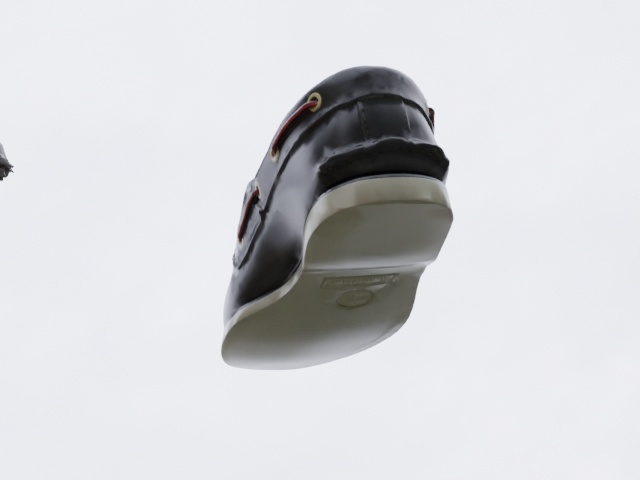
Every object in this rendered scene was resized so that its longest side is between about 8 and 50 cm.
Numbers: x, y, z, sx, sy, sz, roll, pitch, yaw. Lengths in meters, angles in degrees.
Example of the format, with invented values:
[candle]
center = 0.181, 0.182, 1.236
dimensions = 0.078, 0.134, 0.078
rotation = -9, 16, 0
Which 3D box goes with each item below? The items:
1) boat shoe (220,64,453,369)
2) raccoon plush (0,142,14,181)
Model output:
[boat shoe]
center = 0.002, 0.000, 0.481
dimensions = 0.049, 0.042, 0.133
rotation = -2, -25, -16
[raccoon plush]
center = -0.427, -0.028, 1.227
dimensions = 0.446, 0.216, 0.299
rotation = -49, -42, -10
